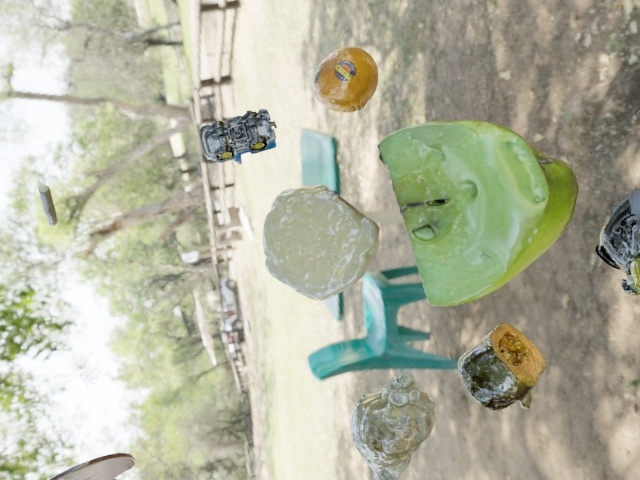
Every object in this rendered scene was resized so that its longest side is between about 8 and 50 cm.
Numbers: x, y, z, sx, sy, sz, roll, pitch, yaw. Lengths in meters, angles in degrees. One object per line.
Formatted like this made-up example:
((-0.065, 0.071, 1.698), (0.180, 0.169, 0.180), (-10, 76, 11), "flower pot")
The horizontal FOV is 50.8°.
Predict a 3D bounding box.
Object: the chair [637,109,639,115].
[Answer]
((0.823, -0.269, 1.397), (0.141, 0.260, 0.154), (-70, 23, 9), "chair")

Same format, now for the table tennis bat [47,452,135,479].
((-0.389, 0.416, 1.170), (0.274, 0.154, 0.021), (93, 152, -64), "table tennis bat")

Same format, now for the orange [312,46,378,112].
((0.066, -0.412, 1.732), (0.155, 0.177, 0.177), (40, 164, 2), "orange")

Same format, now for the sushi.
((0.912, 0.007, 1.661), (0.328, 0.329, 0.285), (-57, 41, 41), "sushi")

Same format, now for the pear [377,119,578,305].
((0.311, -0.076, 1.248), (0.239, 0.318, 0.342), (-11, -97, -60), "pear")

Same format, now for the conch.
((0.143, 0.430, 1.550), (0.210, 0.159, 0.291), (28, 99, 50), "conch")

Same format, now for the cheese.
((0.000, 0.000, 1.818), (0.115, 0.327, 0.317), (-17, -88, -83), "cheese")

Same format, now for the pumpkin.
((0.516, 0.358, 1.859), (0.222, 0.139, 0.317), (49, -156, 15), "pumpkin")

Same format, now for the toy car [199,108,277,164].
((-0.198, -0.251, 1.682), (0.100, 0.191, 0.097), (82, 171, -68), "toy car")

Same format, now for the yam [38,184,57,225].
((-0.477, -0.060, 1.181), (0.116, 0.021, 0.021), (112, 143, -58), "yam")
